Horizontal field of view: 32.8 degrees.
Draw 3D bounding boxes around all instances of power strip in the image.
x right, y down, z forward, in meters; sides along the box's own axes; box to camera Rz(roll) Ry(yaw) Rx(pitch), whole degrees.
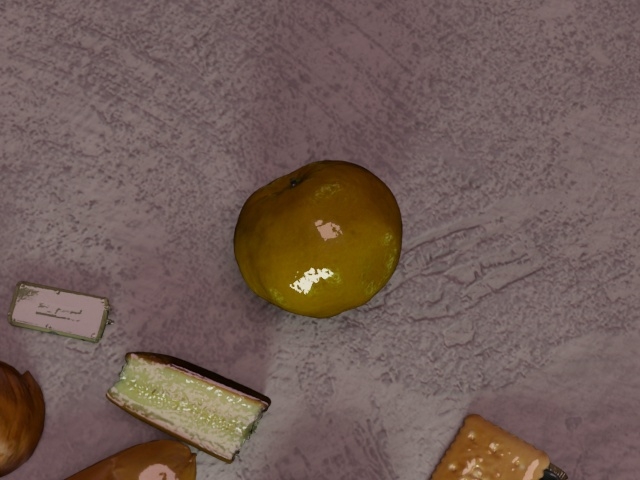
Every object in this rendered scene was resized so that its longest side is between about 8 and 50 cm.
[{"bbox_3d":[-0.418,0.118,1.765,0.168,0.028,0.076,13,75,-3],"label":"power strip"}]

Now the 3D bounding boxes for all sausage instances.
[{"bbox_3d":[-0.348,0.415,1.659,0.353,0.116,0.134,-22,67,-16],"label":"sausage"}]

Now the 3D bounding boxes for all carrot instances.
[{"bbox_3d":[-0.521,0.253,1.603,0.195,0.254,0.196,1,75,-4],"label":"carrot"}]

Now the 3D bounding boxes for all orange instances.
[{"bbox_3d":[0.000,0.000,1.734,0.279,0.279,0.235,-29,110,-14],"label":"orange"}]

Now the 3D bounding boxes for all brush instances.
[{"bbox_3d":[0.454,0.460,1.797,0.266,0.062,0.027,43,68,-2],"label":"brush"}]

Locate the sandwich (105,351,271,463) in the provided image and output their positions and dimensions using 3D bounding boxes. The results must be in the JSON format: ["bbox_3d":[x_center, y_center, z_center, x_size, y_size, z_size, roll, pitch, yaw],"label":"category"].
[{"bbox_3d":[-0.209,0.253,1.712,0.235,0.128,0.122,27,81,-4],"label":"sandwich"}]

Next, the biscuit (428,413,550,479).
[{"bbox_3d":[0.248,0.417,1.758,0.160,0.030,0.250,29,74,22],"label":"biscuit"}]
